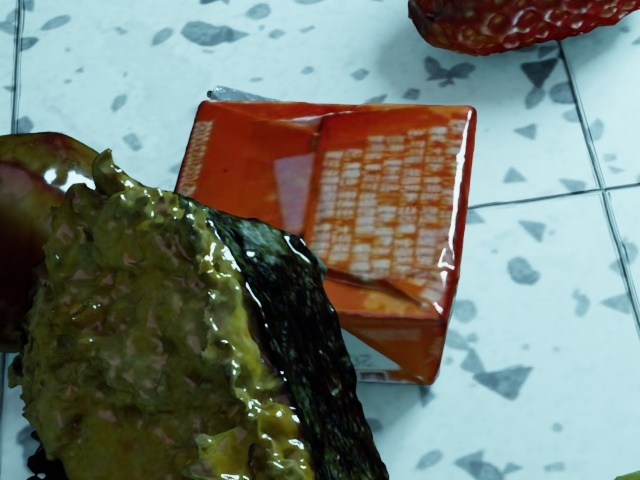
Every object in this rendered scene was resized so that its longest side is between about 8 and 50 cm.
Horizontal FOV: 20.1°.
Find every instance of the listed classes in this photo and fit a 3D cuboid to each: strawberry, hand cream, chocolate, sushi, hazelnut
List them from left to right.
[{"bbox_3d":[-0.223,0.003,1.419,0.204,0.178,0.178,16,43,-18],"label":"hazelnut"},{"bbox_3d":[-0.092,0.137,1.192,0.234,0.207,0.349,-31,65,16],"label":"sushi"},{"bbox_3d":[-0.059,-0.119,1.606,0.093,0.019,0.030,15,52,20],"label":"hand cream"},{"bbox_3d":[0.000,0.000,1.419,0.234,0.108,0.237,1,48,10],"label":"chocolate"},{"bbox_3d":[0.185,-0.257,1.601,0.244,0.205,0.205,-32,46,6],"label":"strawberry"}]

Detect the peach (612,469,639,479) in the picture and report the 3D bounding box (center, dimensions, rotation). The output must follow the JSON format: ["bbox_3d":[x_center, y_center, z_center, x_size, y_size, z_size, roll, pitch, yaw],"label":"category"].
[{"bbox_3d":[0.252,0.236,1.077,0.214,0.214,0.235,-20,68,-10],"label":"peach"}]
